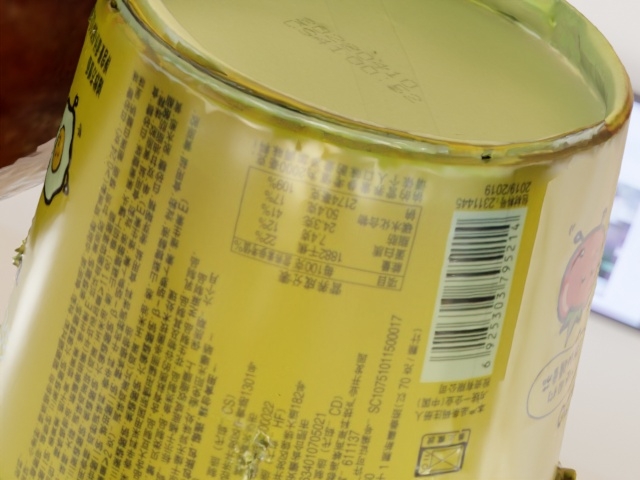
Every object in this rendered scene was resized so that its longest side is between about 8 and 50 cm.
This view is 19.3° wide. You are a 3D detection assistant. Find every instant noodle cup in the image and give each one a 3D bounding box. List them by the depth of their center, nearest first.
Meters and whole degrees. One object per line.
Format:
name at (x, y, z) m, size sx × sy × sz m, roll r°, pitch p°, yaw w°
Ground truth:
instant noodle cup at (0.000, 0.000, 0.511) m, size 0.182 × 0.144 × 0.182 m, roll 11°, pitch -151°, yaw -6°

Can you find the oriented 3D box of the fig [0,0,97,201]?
fig at (-0.152, -0.110, 0.570) m, size 0.263 × 0.224 × 0.224 m, roll 32°, pitch -176°, yaw -12°
